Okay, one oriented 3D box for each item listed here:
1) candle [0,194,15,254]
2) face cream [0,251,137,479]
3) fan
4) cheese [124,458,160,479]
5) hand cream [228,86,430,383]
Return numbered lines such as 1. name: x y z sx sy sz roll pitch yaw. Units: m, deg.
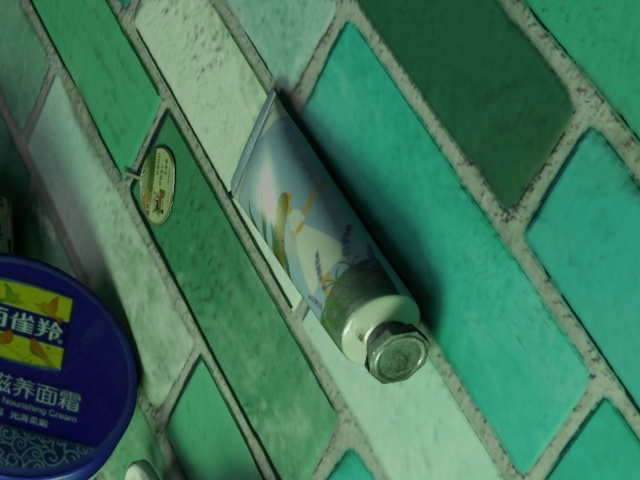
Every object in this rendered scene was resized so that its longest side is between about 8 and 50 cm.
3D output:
1. candle: -0.353 0.018 1.538 0.187 0.187 0.330 -16 75 54
2. face cream: -0.255 0.120 1.370 0.111 0.206 0.206 -51 50 46
3. fan: -0.132 -0.038 1.367 0.080 0.003 0.060 -26 68 52
4. cheese: -0.077 0.238 1.231 0.163 0.070 0.249 -54 48 41
5. hand cream: 0.000 0.000 1.144 0.256 0.055 0.088 58 135 47
